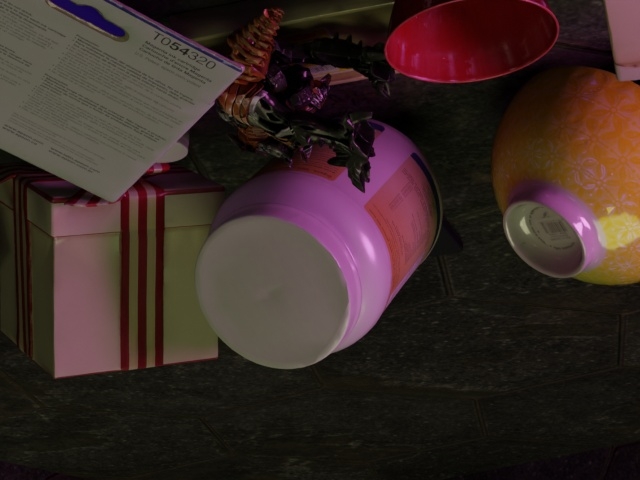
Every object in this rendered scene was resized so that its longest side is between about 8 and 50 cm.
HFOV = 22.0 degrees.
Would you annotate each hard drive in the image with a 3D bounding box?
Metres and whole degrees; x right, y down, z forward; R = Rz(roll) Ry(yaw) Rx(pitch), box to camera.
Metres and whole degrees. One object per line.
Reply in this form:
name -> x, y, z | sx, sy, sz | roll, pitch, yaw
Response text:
hard drive -> 0.149, -0.006, 2.447 | 0.094, 0.022, 0.135 | -9, 158, 18

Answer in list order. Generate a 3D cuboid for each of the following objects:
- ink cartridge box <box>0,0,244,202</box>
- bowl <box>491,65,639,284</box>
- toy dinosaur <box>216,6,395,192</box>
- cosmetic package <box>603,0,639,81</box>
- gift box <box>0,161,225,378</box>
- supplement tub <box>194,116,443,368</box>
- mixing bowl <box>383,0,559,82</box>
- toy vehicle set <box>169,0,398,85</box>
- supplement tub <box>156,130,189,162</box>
ink cartridge box -> -0.283, -0.195, 1.718 | 0.324, 0.071, 0.330 | 27, 143, -20
bowl -> 0.306, -0.045, 1.954 | 0.289, 0.156, 0.289 | 29, 144, 24
toy dinosaur -> -0.040, -0.155, 1.782 | 0.218, 0.164, 0.322 | 13, -178, 7
cosmetic package -> 0.352, -0.279, 1.621 | 0.160, 0.113, 0.309 | -7, 158, 13
gift box -> -0.277, 0.013, 2.029 | 0.276, 0.258, 0.255 | -5, -165, -33
supplement tub -> 0.000, 0.000, 1.980 | 0.228, 0.228, 0.316 | -13, -163, 27
mixing bowl -> 0.149, -0.246, 1.700 | 0.181, 0.098, 0.181 | -6, 158, -2
toy vehicle set -> -0.014, -0.223, 1.843 | 0.267, 0.035, 0.166 | -8, 158, 16
supplement tub -> -0.187, -0.152, 1.917 | 0.071, 0.107, 0.071 | -2, 159, -1
